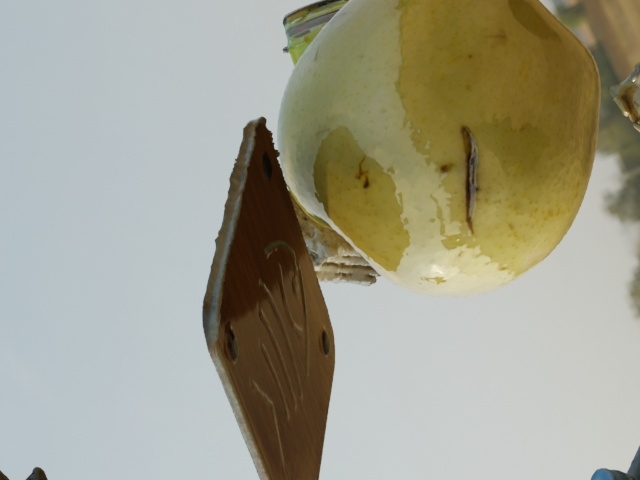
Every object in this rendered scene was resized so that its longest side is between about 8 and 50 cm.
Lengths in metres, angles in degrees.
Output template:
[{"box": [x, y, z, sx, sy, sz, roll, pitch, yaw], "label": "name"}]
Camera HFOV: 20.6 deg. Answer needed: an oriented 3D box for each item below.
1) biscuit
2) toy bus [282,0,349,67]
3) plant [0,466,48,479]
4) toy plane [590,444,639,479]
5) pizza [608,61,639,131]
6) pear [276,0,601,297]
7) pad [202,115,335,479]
[{"box": [0.000, 0.000, 1.840, 0.108, 0.062, 0.239, 37, -170, 16], "label": "biscuit"}, {"box": [0.049, -0.156, 2.099, 0.150, 0.128, 0.262, -93, -15, -72], "label": "toy bus"}, {"box": [-0.392, 0.423, 2.204, 0.194, 0.182, 0.320, 61, 153, 23], "label": "plant"}, {"box": [0.147, 0.197, 0.847, 0.271, 0.105, 0.254, 23, -119, -40], "label": "toy plane"}, {"box": [0.359, -0.083, 1.260, 0.071, 0.297, 0.189, -76, -21, -63], "label": "pizza"}, {"box": [0.115, -0.104, 1.622, 0.309, 0.309, 0.309, 61, -169, -20], "label": "pear"}, {"box": [-0.035, 0.080, 1.474, 0.284, 0.018, 0.286, -81, -20, -50], "label": "pad"}]
